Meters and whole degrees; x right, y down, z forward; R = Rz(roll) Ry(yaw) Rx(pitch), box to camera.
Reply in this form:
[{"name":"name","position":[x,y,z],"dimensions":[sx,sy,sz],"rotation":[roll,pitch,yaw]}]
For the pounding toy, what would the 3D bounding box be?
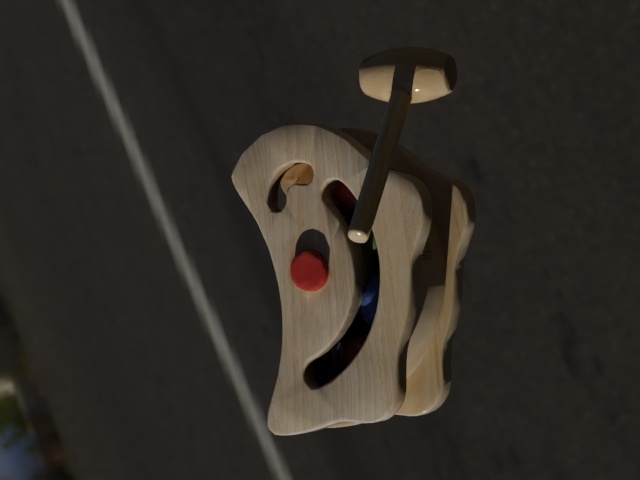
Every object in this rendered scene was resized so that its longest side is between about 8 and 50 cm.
[{"name":"pounding toy","position":[0.000,0.000,1.177],"dimensions":[0.154,0.155,0.269],"rotation":[10,95,31]}]
